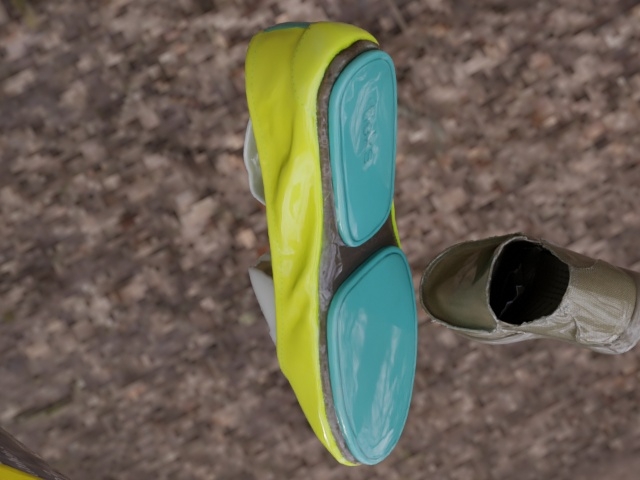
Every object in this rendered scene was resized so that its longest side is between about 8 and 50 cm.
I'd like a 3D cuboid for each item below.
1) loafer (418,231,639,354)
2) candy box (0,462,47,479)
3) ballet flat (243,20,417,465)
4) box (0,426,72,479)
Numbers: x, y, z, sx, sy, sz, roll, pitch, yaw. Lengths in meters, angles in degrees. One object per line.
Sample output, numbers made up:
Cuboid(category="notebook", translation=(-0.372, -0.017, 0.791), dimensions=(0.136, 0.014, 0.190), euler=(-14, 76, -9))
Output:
Cuboid(category="loafer", translation=(0.095, 0.020, 0.819), dimensions=(0.050, 0.056, 0.148), euler=(28, 164, -34))
Cuboid(category="candy box", translation=(-0.152, 0.052, 0.360), dimensions=(0.206, 0.027, 0.105), euler=(28, 136, -37))
Cuboid(category="ballet flat", translation=(0.000, 0.000, 0.811), dimensions=(0.077, 0.231, 0.077), euler=(19, -143, 34))
Cuboid(category="box", translation=(-0.391, 0.220, 1.028), dimensions=(0.472, 0.480, 0.297), euler=(19, 99, -60))
